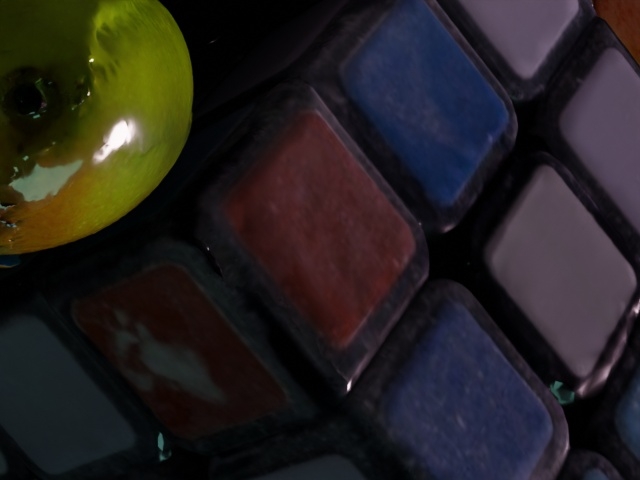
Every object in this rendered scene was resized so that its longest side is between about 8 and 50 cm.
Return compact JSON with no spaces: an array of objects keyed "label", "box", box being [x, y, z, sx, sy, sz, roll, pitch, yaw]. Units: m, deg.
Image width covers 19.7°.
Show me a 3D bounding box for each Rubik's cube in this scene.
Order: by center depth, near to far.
[{"label":"Rubik's cube","box":[0.014,0.066,1.025,0.359,0.362,0.363,-27,-165,47]}]

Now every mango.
[{"label":"mango","box":[-0.114,-0.054,0.744,0.125,0.111,0.233,-16,-168,2]}]

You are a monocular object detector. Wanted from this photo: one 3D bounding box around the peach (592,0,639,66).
[{"label":"peach","box":[0.335,-0.214,1.412,0.232,0.232,0.257,-29,-149,55]}]
